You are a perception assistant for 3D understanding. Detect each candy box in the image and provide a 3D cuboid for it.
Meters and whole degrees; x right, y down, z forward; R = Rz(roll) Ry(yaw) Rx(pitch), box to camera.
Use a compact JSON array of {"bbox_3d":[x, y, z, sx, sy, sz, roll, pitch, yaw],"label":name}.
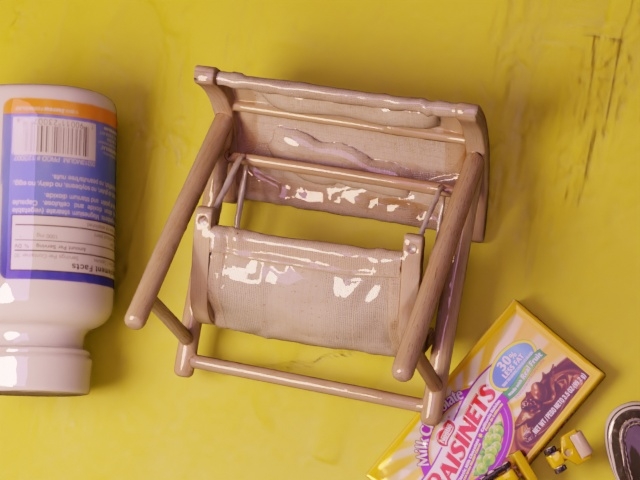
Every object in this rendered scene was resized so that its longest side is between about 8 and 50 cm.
[{"bbox_3d":[0.143,0.162,1.631,0.105,0.027,0.206,40,93,18],"label":"candy box"}]

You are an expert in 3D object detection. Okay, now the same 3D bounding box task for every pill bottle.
[{"bbox_3d":[-0.261,0.004,1.691,0.152,0.152,0.272,-1,83,14],"label":"pill bottle"}]

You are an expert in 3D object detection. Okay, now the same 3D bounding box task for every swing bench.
[{"bbox_3d":[0.000,0.000,1.618,0.253,0.165,0.254,10,72,16],"label":"swing bench"}]

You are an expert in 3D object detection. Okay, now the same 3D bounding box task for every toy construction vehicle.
[{"bbox_3d":[0.196,0.212,1.596,0.098,0.035,0.086,-34,87,-1],"label":"toy construction vehicle"}]

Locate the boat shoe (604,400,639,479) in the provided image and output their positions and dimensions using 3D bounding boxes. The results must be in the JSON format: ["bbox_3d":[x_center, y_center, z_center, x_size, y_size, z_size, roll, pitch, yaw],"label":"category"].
[{"bbox_3d":[0.308,0.230,1.557,0.078,0.070,0.219,-33,76,8],"label":"boat shoe"}]
